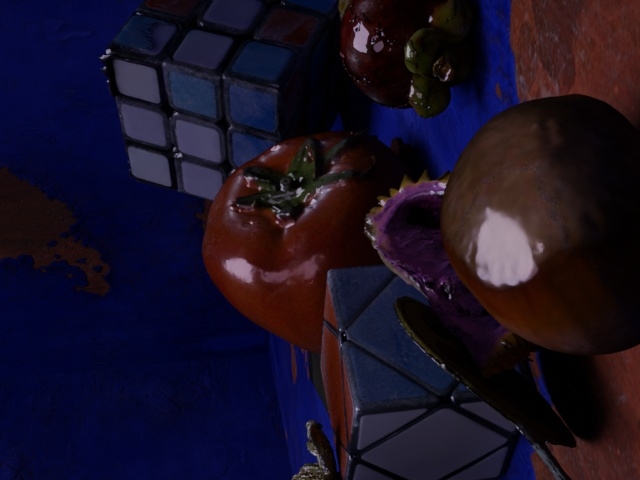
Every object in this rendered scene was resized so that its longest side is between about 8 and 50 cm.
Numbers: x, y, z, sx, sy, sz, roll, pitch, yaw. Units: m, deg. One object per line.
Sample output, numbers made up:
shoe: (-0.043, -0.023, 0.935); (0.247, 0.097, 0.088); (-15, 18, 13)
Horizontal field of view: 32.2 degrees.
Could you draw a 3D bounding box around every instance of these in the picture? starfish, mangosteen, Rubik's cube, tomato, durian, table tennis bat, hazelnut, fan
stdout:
starfish: (-0.009, 0.304, 1.349); (0.208, 0.053, 0.175); (110, 170, -84)
mangosteen: (0.112, -0.237, 1.348); (0.180, 0.166, 0.166); (37, 137, 44)
Rubik's cube: (-0.159, -0.304, 2.098); (0.362, 0.363, 0.358); (91, -162, -48)
tomato: (0.000, 0.000, 1.652); (0.272, 0.341, 0.341); (57, -167, -41)
durian: (0.165, 0.031, 1.164); (0.260, 0.154, 0.186); (50, 178, 31)
table tennis bat: (0.124, -0.121, 1.746); (0.154, 0.019, 0.098); (113, 152, -77)
hazelnut: (0.188, -0.006, 0.869); (0.214, 0.176, 0.214); (-19, -90, -73)
Rubik's cube: (0.116, 0.162, 1.329); (0.207, 0.205, 0.205); (93, 169, -48)
fan: (0.170, 0.144, 1.050); (0.011, 0.230, 0.335); (-52, 24, 10)

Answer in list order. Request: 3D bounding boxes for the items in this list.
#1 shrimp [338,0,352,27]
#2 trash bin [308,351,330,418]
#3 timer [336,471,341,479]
shrimp: (0.063, -0.392, 1.902); (0.217, 0.051, 0.115); (103, 154, -62)
trash bin: (0.085, 0.222, 1.739); (0.240, 0.164, 0.122); (-119, 25, -63)
timer: (0.099, 0.283, 1.500); (0.270, 0.270, 0.383); (104, 173, -65)
